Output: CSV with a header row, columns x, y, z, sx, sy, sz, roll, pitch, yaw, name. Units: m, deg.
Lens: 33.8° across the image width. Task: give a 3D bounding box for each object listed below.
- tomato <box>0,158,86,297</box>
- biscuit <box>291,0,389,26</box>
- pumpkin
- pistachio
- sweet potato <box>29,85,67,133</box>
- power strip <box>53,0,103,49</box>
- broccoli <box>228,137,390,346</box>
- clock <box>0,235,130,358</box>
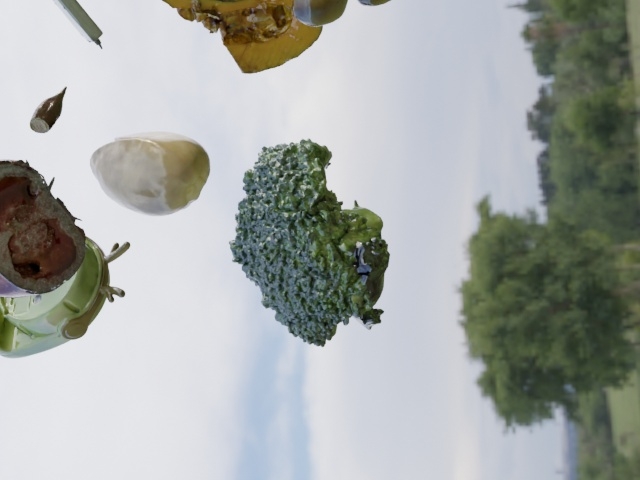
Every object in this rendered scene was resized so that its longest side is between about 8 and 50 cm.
x,y,z,sx,sy,sz,roll,pitch,yaw,name
-0.493,-0.010,1.636,0.181,0.155,0.214,-45,-68,-43,tomato
0.049,-0.435,1.364,0.237,0.062,0.291,-31,-48,-48,biscuit
-0.137,-0.344,1.528,0.190,0.280,0.139,-54,49,53,pumpkin
-0.353,-0.147,2.174,0.187,0.299,0.188,-13,-73,-47,pistachio
-0.538,-0.266,2.110,0.117,0.049,0.049,-64,-29,-29,sweet potato
-0.424,-0.402,1.720,0.227,0.029,0.080,52,171,-31,power strip
-0.009,0.017,1.948,0.317,0.277,0.338,23,-143,-39,broccoli
-0.504,0.084,2.006,0.096,0.308,0.235,50,-150,-50,clock
